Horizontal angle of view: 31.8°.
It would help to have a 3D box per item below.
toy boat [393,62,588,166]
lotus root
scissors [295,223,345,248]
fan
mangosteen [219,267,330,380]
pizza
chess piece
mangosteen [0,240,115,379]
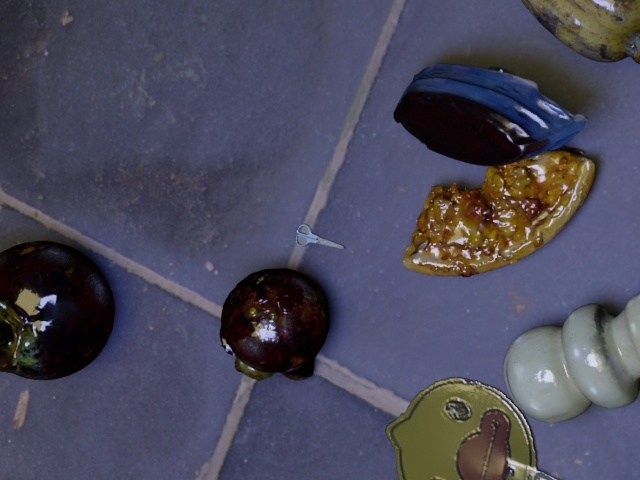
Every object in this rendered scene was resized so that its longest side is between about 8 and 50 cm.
[{"bbox_3d":[0.229,-0.183,1.530,0.309,0.142,0.129,21,143,45],"label":"toy boat"},{"bbox_3d":[0.377,-0.311,1.469,0.278,0.154,0.154,44,108,15],"label":"lotus root"},{"bbox_3d":[0.000,0.000,1.717,0.083,0.006,0.036,16,98,21],"label":"scissors"},{"bbox_3d":[0.248,0.327,1.633,0.335,0.011,0.229,16,99,23],"label":"fan"},{"bbox_3d":[-0.064,0.130,1.683,0.172,0.184,0.172,-10,45,10],"label":"mangosteen"},{"bbox_3d":[0.241,-0.043,1.572,0.305,0.085,0.161,-31,81,20],"label":"pizza"},{"bbox_3d":[0.401,0.144,1.486,0.330,0.182,0.182,-25,84,28],"label":"chess piece"},{"bbox_3d":[-0.456,0.129,1.766,0.231,0.289,0.231,5,114,12],"label":"mangosteen"}]
